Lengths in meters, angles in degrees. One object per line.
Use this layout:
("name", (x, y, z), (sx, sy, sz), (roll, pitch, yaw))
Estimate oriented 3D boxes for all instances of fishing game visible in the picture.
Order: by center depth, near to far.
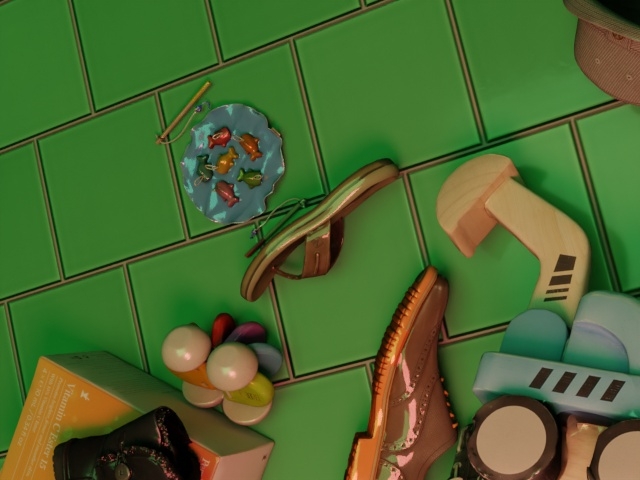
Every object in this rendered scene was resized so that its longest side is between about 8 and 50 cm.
("fishing game", (-0.139, -0.116, 1.814), (0.189, 0.041, 0.264), (-42, 72, 21))

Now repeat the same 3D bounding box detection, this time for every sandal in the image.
("sandal", (0.001, -0.001, 1.704), (0.302, 0.120, 0.086), (-39, 86, 19))

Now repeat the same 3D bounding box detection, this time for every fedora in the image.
("fedora", (0.422, -0.241, 1.474), (0.275, 0.243, 0.124), (27, 129, 25))

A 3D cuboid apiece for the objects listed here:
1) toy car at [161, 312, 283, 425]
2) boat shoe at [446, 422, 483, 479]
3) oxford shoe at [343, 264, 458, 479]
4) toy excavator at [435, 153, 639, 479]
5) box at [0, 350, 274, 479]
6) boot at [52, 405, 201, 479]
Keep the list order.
("toy car", (-0.135, 0.175, 1.757), (0.182, 0.159, 0.136), (18, 59, 26))
("boat shoe", (0.197, 0.334, 1.510), (0.105, 0.306, 0.113), (-21, 121, 29))
("oxford shoe", (0.132, 0.217, 1.643), (0.132, 0.130, 0.364), (16, 95, 0))
("toy excavator", (0.304, 0.119, 1.443), (0.432, 0.222, 0.445), (8, 65, 32))
("box", (-0.279, 0.333, 1.790), (0.345, 0.168, 0.215), (23, 98, 24))
("boot", (-0.259, 0.367, 1.631), (0.207, 0.094, 0.247), (-20, 73, 28))
